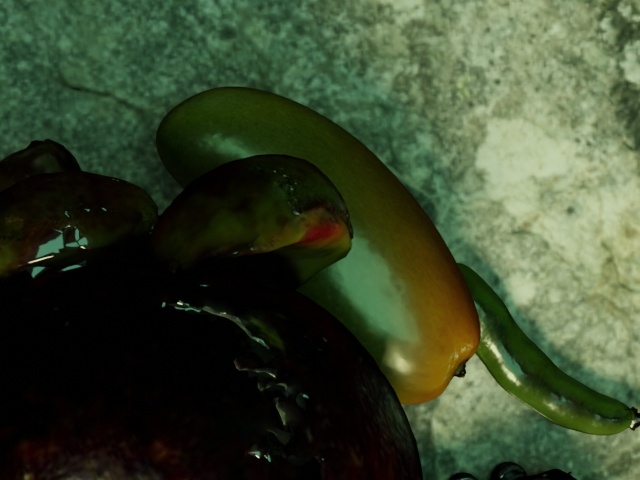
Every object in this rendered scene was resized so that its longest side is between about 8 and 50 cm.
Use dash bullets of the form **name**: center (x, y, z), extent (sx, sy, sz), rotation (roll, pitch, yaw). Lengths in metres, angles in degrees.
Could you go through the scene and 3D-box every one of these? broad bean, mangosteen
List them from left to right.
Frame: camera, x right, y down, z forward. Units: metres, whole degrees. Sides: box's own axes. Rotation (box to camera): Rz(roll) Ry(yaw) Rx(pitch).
- **mangosteen**: center (-0.113, 0.151, 1.119), extent (0.381, 0.381, 0.421), rotation (15, 60, -15)
- **broad bean**: center (0.177, 0.099, 1.361), extent (0.226, 0.039, 0.069), rotation (33, 91, -15)

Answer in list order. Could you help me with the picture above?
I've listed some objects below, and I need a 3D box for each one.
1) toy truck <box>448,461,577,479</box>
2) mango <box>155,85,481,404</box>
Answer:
- **toy truck**: center (0.095, 0.254, 1.323), extent (0.259, 0.088, 0.121), rotation (-10, 96, -15)
- **mango**: center (0.005, -0.002, 1.262), extent (0.146, 0.129, 0.289), rotation (-34, 96, -1)
